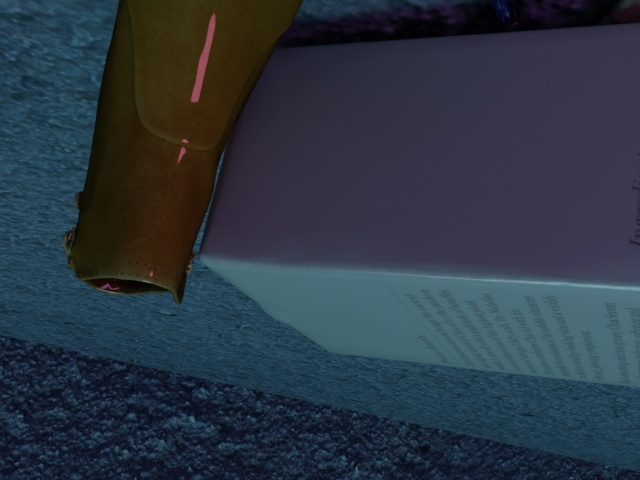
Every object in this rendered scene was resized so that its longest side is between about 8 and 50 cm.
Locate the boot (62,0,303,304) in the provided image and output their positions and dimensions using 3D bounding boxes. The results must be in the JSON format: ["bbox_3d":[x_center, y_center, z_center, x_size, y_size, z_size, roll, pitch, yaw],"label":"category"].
[{"bbox_3d":[-0.064,-0.080,0.414,0.104,0.211,0.295,15,160,-18],"label":"boot"}]

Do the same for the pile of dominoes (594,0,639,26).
[{"bbox_3d":[0.267,-0.139,0.398,0.196,0.040,0.251,10,169,-3],"label":"pile of dominoes"}]

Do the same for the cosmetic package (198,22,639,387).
[{"bbox_3d":[0.183,-0.007,0.504,0.454,0.161,0.230,2,159,24],"label":"cosmetic package"}]

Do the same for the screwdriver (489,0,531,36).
[{"bbox_3d":[0.095,-0.147,0.442,0.025,0.024,0.170,32,173,35],"label":"screwdriver"}]
